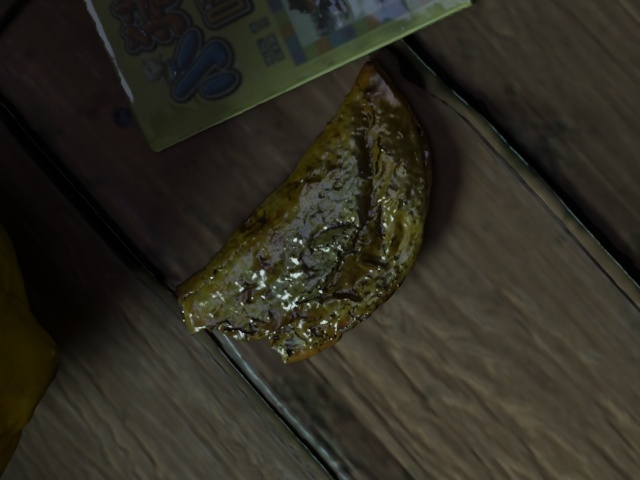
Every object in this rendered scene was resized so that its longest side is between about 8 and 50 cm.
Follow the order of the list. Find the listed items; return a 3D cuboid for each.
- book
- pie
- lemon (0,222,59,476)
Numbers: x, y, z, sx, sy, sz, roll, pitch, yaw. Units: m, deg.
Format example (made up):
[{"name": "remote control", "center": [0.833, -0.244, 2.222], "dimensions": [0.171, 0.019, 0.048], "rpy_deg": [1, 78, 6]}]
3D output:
[{"name": "book", "center": [-0.039, -0.156, 0.845], "dimensions": [0.192, 0.013, 0.168], "rpy_deg": [-24, 92, 22]}, {"name": "pie", "center": [0.000, 0.000, 0.849], "dimensions": [0.092, 0.034, 0.170], "rpy_deg": [46, 105, 9]}, {"name": "lemon", "center": [-0.270, 0.059, 0.851], "dimensions": [0.288, 0.233, 0.233], "rpy_deg": [-2, 99, 13]}]
